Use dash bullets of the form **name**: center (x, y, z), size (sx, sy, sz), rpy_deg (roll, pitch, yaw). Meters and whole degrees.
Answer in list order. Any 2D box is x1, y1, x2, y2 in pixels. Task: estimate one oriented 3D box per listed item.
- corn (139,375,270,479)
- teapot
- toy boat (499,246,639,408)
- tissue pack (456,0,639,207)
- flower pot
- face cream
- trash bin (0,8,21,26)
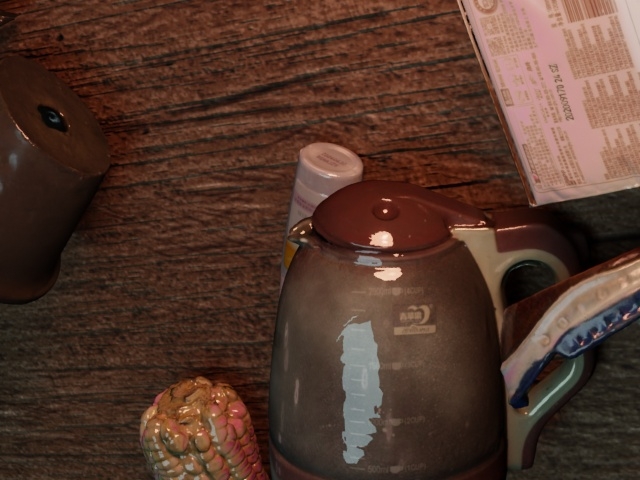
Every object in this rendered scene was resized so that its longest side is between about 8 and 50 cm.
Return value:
- **corn**: center (-0.102, 0.307, 2.150), size (0.126, 0.126, 0.335), rpy_deg (-2, 118, 36)
- **teapot**: center (0.105, 0.094, 1.825), size (0.315, 0.233, 0.312), rpy_deg (0, 115, 2)
- **toy boat**: center (0.275, 0.071, 1.704), size (0.262, 0.114, 0.115), rpy_deg (-25, 85, 15)
- **tissue pack**: center (0.235, -0.161, 1.615), size (0.185, 0.124, 0.225), rpy_deg (-9, 111, 39)
- **flower pot**: center (-0.328, -0.081, 2.013), size (0.166, 0.269, 0.269), rpy_deg (-36, 93, 22)
- **face cream**: center (0.000, 0.000, 1.927), size (0.084, 0.057, 0.198), rpy_deg (28, 129, 28)
- **trash bin**: center (-0.481, -0.312, 1.980), size (0.252, 0.203, 0.301), rpy_deg (-27, 103, 6)
